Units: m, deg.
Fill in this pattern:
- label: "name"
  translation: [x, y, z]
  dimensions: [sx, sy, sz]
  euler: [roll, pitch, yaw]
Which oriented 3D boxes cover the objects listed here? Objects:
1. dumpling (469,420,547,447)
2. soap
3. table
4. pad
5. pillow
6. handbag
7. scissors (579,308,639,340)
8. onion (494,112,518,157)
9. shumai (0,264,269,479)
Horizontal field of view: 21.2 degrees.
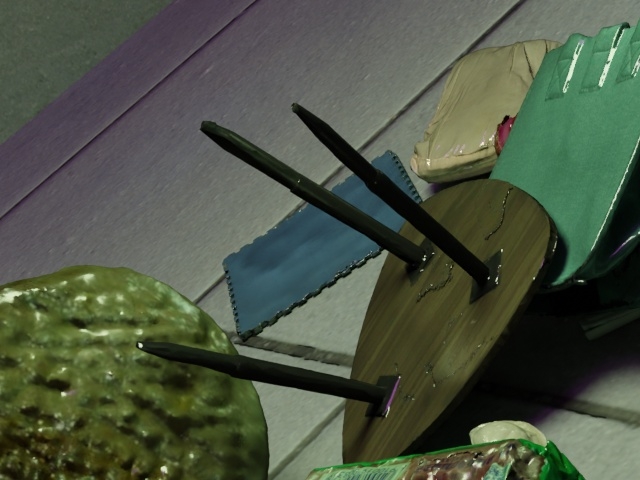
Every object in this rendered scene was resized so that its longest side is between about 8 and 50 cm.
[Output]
- label: "dumpling"
  translation: [0.157, 0.171, 1.407]
  dimensions: [0.059, 0.043, 0.077]
  euler: [-17, 13, -13]
- label: "soap"
  translation: [0.066, 0.237, 1.318]
  dimensions: [0.273, 0.098, 0.218]
  euler: [-15, 29, 43]
- label: "table"
  translation: [0.002, 0.006, 1.534]
  dimensions: [0.317, 0.249, 0.317]
  euler: [-50, 23, 31]
- label: "pad"
  translation: [0.000, 0.000, 2.068]
  dimensions: [0.269, 0.012, 0.269]
  euler: [-33, 20, 6]
- label: "pillow"
  translation: [0.202, -0.157, 2.020]
  dimensions: [0.173, 0.067, 0.270]
  euler: [-16, 28, 31]
- label: "handbag"
  translation: [0.249, -0.058, 1.521]
  dimensions: [0.268, 0.100, 0.274]
  euler: [-14, 51, 66]
- label: "scissors"
  translation: [0.316, 0.036, 1.472]
  dimensions: [0.204, 0.027, 0.101]
  euler: [-29, 20, 21]
- label: "onion"
  translation: [0.247, -0.069, 1.730]
  dimensions: [0.150, 0.140, 0.150]
  euler: [-3, -9, 0]
- label: "shumai"
  translation: [-0.259, 0.226, 1.602]
  dimensions: [0.397, 0.324, 0.323]
  euler: [-49, 5, -19]
